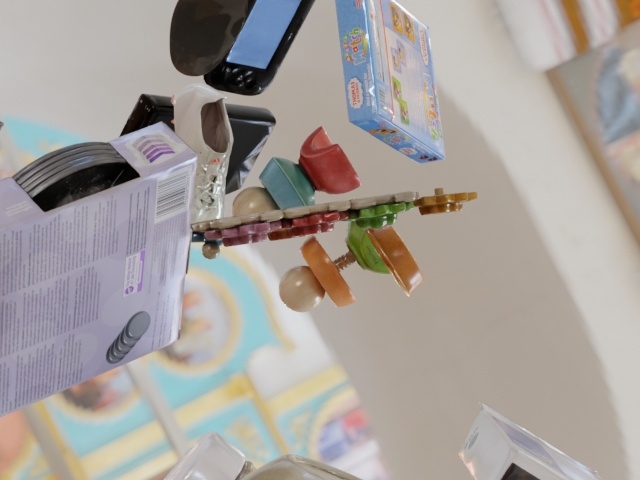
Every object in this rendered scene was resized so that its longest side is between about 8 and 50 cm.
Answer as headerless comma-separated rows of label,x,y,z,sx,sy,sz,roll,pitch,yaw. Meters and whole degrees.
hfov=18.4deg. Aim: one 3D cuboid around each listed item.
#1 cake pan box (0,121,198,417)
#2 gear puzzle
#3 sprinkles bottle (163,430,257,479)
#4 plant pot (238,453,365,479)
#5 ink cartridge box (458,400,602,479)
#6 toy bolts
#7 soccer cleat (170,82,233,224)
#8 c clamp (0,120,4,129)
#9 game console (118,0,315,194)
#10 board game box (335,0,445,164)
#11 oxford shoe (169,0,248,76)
cake pan box,-0.240,0.031,1.892,0.070,0.245,0.267,42,-39,32
gear puzzle,0.019,-0.022,2.260,0.175,0.338,0.044,172,-91,-71
sprinkles bottle,-0.019,0.358,2.118,0.355,0.121,0.121,40,-27,-5
plant pot,-0.009,0.305,1.784,0.284,0.284,0.191,24,-90,53
ink cartridge box,0.235,0.255,2.048,0.165,0.065,0.333,31,3,-2
toy bolts,0.000,0.000,2.426,0.228,0.158,0.218,58,-3,-21
soccer cleat,-0.137,-0.088,2.334,0.076,0.068,0.196,16,-65,46
c clamp,-0.341,-0.023,2.008,0.022,0.137,0.161,21,-28,10
game console,-0.120,-0.209,2.527,0.044,0.213,0.361,49,-58,35
board game box,0.077,-0.183,2.144,0.039,0.211,0.160,-12,-105,22
oxford shoe,-0.114,-0.279,2.111,0.076,0.076,0.212,-112,-143,-65
